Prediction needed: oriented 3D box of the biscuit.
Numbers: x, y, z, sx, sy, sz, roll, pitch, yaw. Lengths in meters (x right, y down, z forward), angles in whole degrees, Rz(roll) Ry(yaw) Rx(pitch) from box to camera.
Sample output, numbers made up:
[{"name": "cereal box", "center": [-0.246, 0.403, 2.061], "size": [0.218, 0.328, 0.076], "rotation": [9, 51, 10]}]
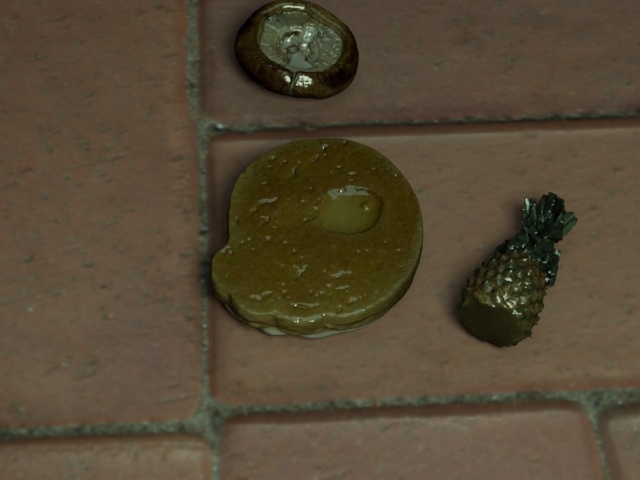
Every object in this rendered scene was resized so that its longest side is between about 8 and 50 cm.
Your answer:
[{"name": "biscuit", "center": [0.000, 0.000, 1.439], "size": [0.181, 0.049, 0.208], "rotation": [5, 51, 3]}]

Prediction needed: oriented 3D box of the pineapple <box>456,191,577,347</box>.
[{"name": "pineapple", "center": [0.177, 0.019, 1.416], "size": [0.074, 0.074, 0.159], "rotation": [23, 51, 17]}]

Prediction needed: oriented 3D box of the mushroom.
[{"name": "mushroom", "center": [-0.023, -0.182, 1.586], "size": [0.123, 0.052, 0.123], "rotation": [4, 54, -6]}]
